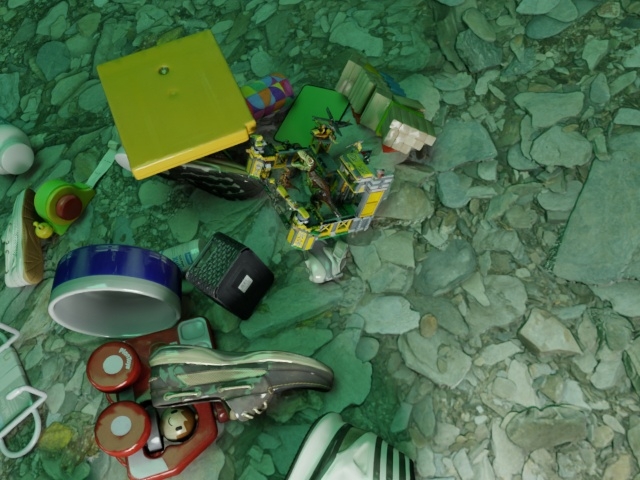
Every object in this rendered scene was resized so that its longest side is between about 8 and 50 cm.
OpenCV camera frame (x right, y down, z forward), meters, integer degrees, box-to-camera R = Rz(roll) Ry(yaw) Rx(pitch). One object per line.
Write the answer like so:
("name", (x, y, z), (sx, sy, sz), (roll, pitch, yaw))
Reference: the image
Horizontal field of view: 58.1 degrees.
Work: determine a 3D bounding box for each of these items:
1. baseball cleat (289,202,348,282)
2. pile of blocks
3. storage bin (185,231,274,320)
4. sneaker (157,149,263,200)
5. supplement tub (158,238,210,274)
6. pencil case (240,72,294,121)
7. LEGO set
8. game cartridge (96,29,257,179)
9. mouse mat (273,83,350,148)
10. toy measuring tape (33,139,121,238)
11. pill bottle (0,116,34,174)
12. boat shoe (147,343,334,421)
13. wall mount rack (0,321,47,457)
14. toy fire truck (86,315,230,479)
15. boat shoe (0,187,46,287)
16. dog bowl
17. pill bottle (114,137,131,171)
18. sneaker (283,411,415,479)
("baseball cleat", (0.000, 0.000, 1.275), (0.109, 0.072, 0.206), (-12, 62, -7))
("pile of blocks", (0.145, -0.305, 1.366), (0.113, 0.148, 0.362), (-60, 40, 34))
("storage bin", (-0.186, 0.078, 1.219), (0.084, 0.180, 0.122), (27, 75, 26))
("sneaker", (-0.295, -0.232, 1.418), (0.410, 0.158, 0.182), (20, 77, 24))
("supplement tub", (-0.319, 0.043, 1.344), (0.107, 0.071, 0.071), (-18, 60, 10))
("pencil case", (-0.171, -0.336, 1.416), (0.104, 0.105, 0.236), (29, 45, 28))
("LEGO set", (-0.005, -0.157, 1.226), (0.254, 0.192, 0.332), (-5, 50, -26))
("game cartridge", (-0.324, -0.313, 1.294), (0.285, 0.053, 0.324), (-21, 65, -9))
("mouse mat", (-0.019, -0.312, 1.463), (0.152, 0.007, 0.190), (20, 71, 25))
("toy measuring tape", (-0.655, -0.153, 1.525), (0.121, 0.121, 0.330), (22, 73, 26))
("pill bottle", (-0.941, -0.283, 1.663), (0.264, 0.146, 0.146), (30, 76, 27))
("boat shoe", (-0.152, 0.281, 1.106), (0.354, 0.132, 0.131), (4, 69, -4))
("wall mount rack", (-0.795, 0.362, 1.302), (0.304, 0.130, 0.350), (-40, 59, -5))
("toy fire truck", (-0.314, 0.316, 1.167), (0.253, 0.169, 0.302), (-15, 60, -11))
("boat shoe", (-0.788, -0.009, 1.504), (0.096, 0.098, 0.277), (-16, 62, 9))
("dog bowl", (-0.431, 0.115, 1.231), (0.264, 0.265, 0.104), (-12, 59, 12))
("pill bottle", (-0.405, -0.243, 1.337), (0.094, 0.094, 0.170), (10, 61, 22))
("sneaker", (0.022, 0.531, 0.933), (0.257, 0.169, 0.448), (18, 69, 27))
